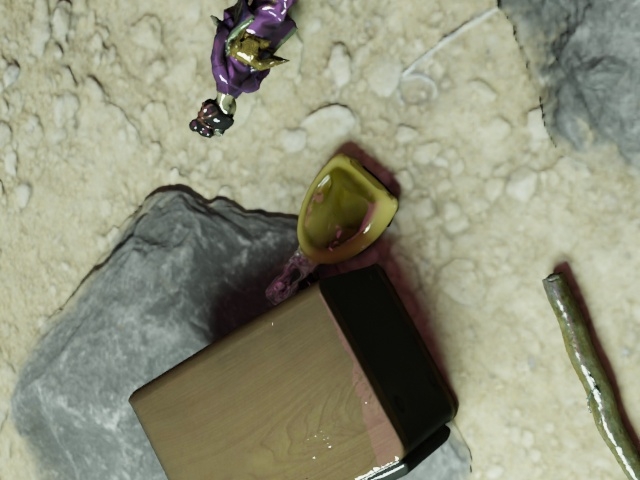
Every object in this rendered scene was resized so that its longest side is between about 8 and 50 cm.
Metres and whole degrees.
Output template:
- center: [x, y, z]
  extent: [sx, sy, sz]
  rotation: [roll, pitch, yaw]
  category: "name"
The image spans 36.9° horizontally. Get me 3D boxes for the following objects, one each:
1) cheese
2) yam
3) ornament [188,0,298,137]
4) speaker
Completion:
- center: [0.000, 0.000, 0.923]
  extent: [0.086, 0.036, 0.162]
  rotation: [44, 110, 17]
  category: "cheese"
- center: [0.243, 0.138, 0.825]
  extent: [0.027, 0.029, 0.234]
  rotation: [-24, 84, 13]
  category: "yam"
- center: [-0.060, -0.187, 0.914]
  extent: [0.088, 0.081, 0.203]
  rotation: [39, 111, 18]
  category: "ornament"
- center: [-0.024, 0.152, 0.882]
  extent: [0.231, 0.153, 0.192]
  rotation: [-33, 81, 24]
  category: "speaker"
